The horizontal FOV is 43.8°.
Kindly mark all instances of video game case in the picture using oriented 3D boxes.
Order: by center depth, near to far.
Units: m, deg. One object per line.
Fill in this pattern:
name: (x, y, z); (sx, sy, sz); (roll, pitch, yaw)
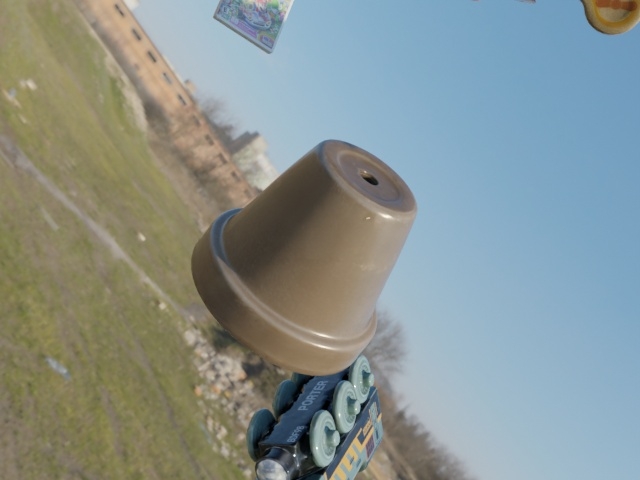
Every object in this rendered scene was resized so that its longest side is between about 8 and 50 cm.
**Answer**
video game case: (-0.074, -0.305, 0.982); (0.087, 0.122, 0.011); (27, -13, -32)

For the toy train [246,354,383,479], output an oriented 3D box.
toy train: (0.002, 0.300, 1.203); (0.334, 0.142, 0.190); (-43, 125, -62)

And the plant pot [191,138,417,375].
plant pot: (0.000, 0.000, 1.020); (0.263, 0.229, 0.263); (27, 28, -16)

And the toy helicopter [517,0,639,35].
toy helicopter: (0.307, -0.413, 1.147); (0.355, 0.235, 0.140); (44, 15, 8)
